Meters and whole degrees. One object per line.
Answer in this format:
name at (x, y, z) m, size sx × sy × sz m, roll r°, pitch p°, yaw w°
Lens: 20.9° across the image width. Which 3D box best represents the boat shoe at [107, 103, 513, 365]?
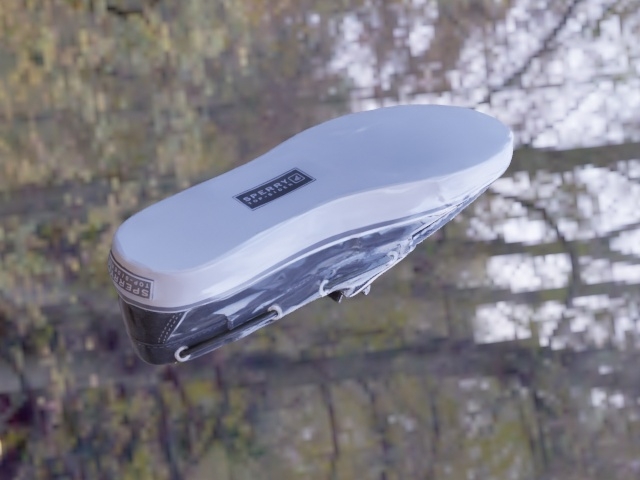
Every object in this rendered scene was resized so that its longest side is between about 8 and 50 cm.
boat shoe at (0.000, 0.000, 0.857) m, size 0.080 × 0.228 × 0.076 m, roll 34°, pitch -43°, yaw 38°
